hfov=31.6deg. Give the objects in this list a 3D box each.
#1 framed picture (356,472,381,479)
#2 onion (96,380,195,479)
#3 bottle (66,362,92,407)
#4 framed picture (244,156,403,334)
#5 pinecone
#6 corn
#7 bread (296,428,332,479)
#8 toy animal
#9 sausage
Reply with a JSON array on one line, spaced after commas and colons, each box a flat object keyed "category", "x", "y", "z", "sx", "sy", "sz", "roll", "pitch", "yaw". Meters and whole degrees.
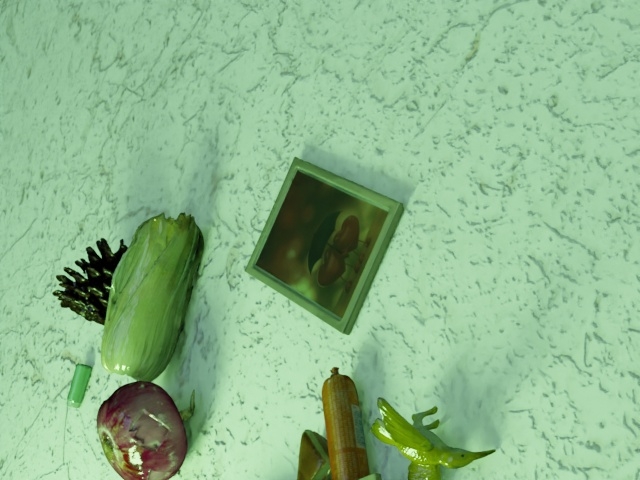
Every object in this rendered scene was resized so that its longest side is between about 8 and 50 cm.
[{"category": "framed picture", "x": 0.001, "y": 0.428, "z": 1.490, "sx": 0.250, "sy": 0.016, "sz": 0.184, "roll": -30, "pitch": 54, "yaw": 37}, {"category": "onion", "x": -0.290, "y": 0.318, "z": 1.867, "sx": 0.177, "sy": 0.153, "sz": 0.177, "roll": -8, "pitch": 79, "yaw": 44}, {"category": "bottle", "x": -0.465, "y": 0.280, "z": 2.178, "sx": 0.030, "sy": 0.030, "sz": 0.083, "roll": 8, "pitch": 81, "yaw": 51}, {"category": "framed picture", "x": 0.000, "y": 0.000, "z": 1.767, "sx": 0.289, "sy": 0.020, "sz": 0.211, "roll": 29, "pitch": 96, "yaw": 52}, {"category": "pinecone", "x": -0.394, "y": 0.072, "z": 2.092, "sx": 0.163, "sy": 0.163, "sz": 0.165, "roll": 6, "pitch": 59, "yaw": 51}, {"category": "corn", "x": -0.295, "y": 0.096, "z": 1.983, "sx": 0.123, "sy": 0.122, "sz": 0.305, "roll": 11, "pitch": 81, "yaw": 15}, {"category": "bread", "x": -0.001, "y": 0.319, "z": 1.606, "sx": 0.062, "sy": 0.043, "sz": 0.108, "roll": -21, "pitch": 57, "yaw": 46}, {"category": "toy animal", "x": 0.139, "y": 0.252, "z": 1.440, "sx": 0.155, "sy": 0.219, "sz": 0.095, "roll": -13, "pitch": 37, "yaw": 6}, {"category": "sausage", "x": 0.043, "y": 0.332, "z": 1.541, "sx": 0.053, "sy": 0.053, "sz": 0.347, "roll": -33, "pitch": 51, "yaw": 37}]
